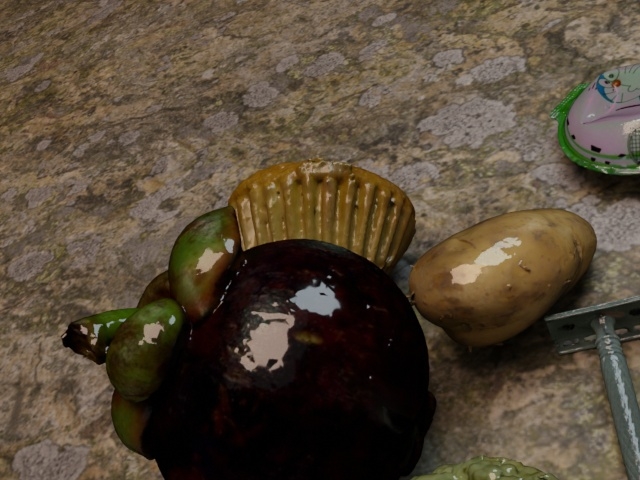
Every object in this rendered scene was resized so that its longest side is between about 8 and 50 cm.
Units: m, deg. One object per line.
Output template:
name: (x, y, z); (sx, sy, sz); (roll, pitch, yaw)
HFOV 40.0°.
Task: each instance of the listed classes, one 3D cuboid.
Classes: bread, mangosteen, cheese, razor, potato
bread: (0.000, -0.003, 1.040); (0.240, 0.240, 0.139); (-9, 71, 24)
mangosteen: (-0.044, 0.135, 0.829); (0.311, 0.311, 0.311); (-17, 39, 15)
cheese: (0.417, -0.136, 1.028); (0.204, 0.083, 0.320); (-44, 40, -19)
razor: (0.279, 0.160, 0.811); (0.106, 0.068, 0.231); (-15, 46, 18)
potato: (0.194, 0.039, 0.924); (0.161, 0.128, 0.235); (-24, -3, 38)

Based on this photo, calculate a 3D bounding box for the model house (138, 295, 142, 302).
model house: (-0.139, 0.111, 1.051); (0.207, 0.135, 0.219); (-42, 40, -14)

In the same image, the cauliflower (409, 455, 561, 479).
cauliflower: (0.113, 0.302, 0.608); (0.260, 0.327, 0.281); (-33, 80, 18)
